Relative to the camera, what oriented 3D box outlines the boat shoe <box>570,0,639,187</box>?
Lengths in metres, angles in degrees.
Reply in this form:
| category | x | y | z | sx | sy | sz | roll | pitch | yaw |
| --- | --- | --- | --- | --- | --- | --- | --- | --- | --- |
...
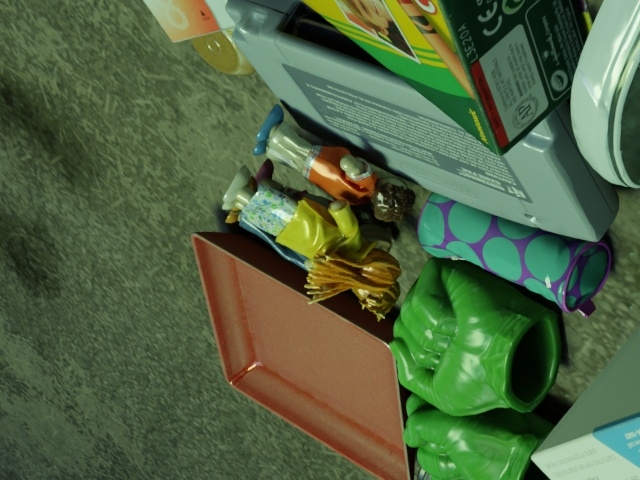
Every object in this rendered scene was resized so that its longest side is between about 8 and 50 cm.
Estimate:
| category | x | y | z | sx | sy | sz | roll | pitch | yaw |
| --- | --- | --- | --- | --- | --- | --- | --- | --- | --- |
| boat shoe | 0.240 | -0.129 | 1.099 | 0.119 | 0.121 | 0.335 | 38 | 151 | 21 |

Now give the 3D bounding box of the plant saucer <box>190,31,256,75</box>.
| category | x | y | z | sx | sy | sz | roll | pitch | yaw |
| --- | --- | --- | --- | --- | --- | --- | --- | --- | --- |
| plant saucer | -0.090 | -0.175 | 1.610 | 0.083 | 0.015 | 0.083 | 33 | 150 | 22 |

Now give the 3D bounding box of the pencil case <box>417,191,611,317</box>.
| category | x | y | z | sx | sy | sz | roll | pitch | yaw |
| --- | --- | --- | --- | --- | --- | --- | --- | --- | --- |
| pencil case | 0.154 | 0.005 | 1.467 | 0.151 | 0.064 | 0.070 | 25 | 131 | 35 |

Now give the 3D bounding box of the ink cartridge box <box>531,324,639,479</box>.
| category | x | y | z | sx | sy | sz | roll | pitch | yaw |
| --- | --- | --- | --- | --- | --- | --- | --- | --- | --- |
| ink cartridge box | 0.337 | 0.167 | 1.293 | 0.270 | 0.197 | 0.198 | 46 | 153 | -3 |

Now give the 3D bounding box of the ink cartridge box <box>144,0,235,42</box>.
| category | x | y | z | sx | sy | sz | roll | pitch | yaw |
| --- | --- | --- | --- | --- | --- | --- | --- | --- | --- |
| ink cartridge box | -0.120 | -0.247 | 1.464 | 0.179 | 0.045 | 0.145 | 52 | 152 | -21 |

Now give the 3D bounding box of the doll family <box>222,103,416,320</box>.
| category | x | y | z | sx | sy | sz | roll | pitch | yaw |
| --- | --- | --- | --- | --- | --- | --- | --- | --- | --- |
| doll family | 0.000 | 0.000 | 1.550 | 0.163 | 0.118 | 0.263 | 30 | 169 | 3 |

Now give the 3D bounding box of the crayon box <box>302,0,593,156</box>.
| category | x | y | z | sx | sy | sz | roll | pitch | yaw |
| --- | --- | --- | --- | --- | --- | --- | --- | --- | --- |
| crayon box | 0.002 | -0.262 | 1.121 | 0.313 | 0.106 | 0.363 | 41 | 167 | 38 |

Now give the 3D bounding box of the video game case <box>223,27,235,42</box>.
| category | x | y | z | sx | sy | sz | roll | pitch | yaw |
| --- | --- | --- | --- | --- | --- | --- | --- | --- | --- |
| video game case | -0.071 | -0.247 | 1.473 | 0.227 | 0.026 | 0.206 | 47 | 153 | -6 |

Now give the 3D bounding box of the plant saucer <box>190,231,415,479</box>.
| category | x | y | z | sx | sy | sz | roll | pitch | yaw |
| --- | --- | --- | --- | --- | --- | --- | --- | --- | --- |
| plant saucer | -0.005 | 0.115 | 1.859 | 0.258 | 0.048 | 0.259 | 29 | 148 | 28 |

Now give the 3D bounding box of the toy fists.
| category | x | y | z | sx | sy | sz | roll | pitch | yaw |
| --- | --- | --- | --- | --- | --- | --- | --- | --- | --- |
| toy fists | 0.133 | 0.136 | 1.630 | 0.142 | 0.096 | 0.279 | 29 | 144 | 37 |

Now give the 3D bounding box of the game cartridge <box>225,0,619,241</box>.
| category | x | y | z | sx | sy | sz | roll | pitch | yaw |
| --- | --- | --- | --- | --- | --- | --- | --- | --- | --- |
| game cartridge | 0.080 | -0.094 | 1.385 | 0.294 | 0.060 | 0.196 | 24 | 161 | 33 |

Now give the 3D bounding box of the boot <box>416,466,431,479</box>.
| category | x | y | z | sx | sy | sz | roll | pitch | yaw |
| --- | --- | --- | --- | --- | --- | --- | --- | --- | --- |
| boot | 0.224 | 0.352 | 1.826 | 0.222 | 0.118 | 0.338 | 17 | 131 | 47 |
